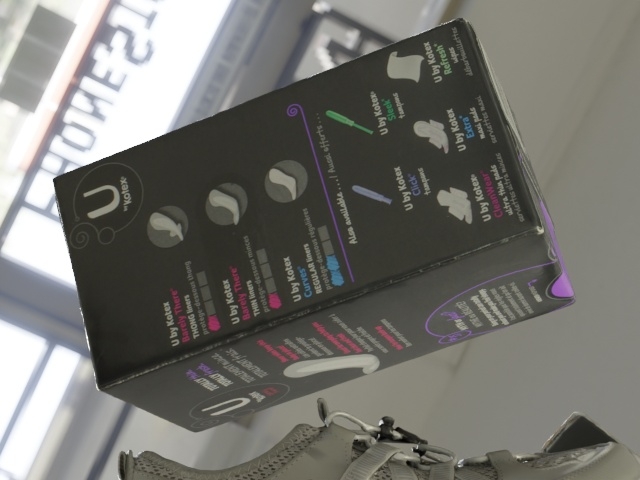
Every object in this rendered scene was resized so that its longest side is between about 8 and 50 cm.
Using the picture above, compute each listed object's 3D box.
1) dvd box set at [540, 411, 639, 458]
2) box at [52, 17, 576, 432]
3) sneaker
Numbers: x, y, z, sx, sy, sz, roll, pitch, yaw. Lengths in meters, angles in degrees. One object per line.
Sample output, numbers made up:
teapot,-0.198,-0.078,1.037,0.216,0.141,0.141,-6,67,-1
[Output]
dvd box set,0.392,0.352,1.361,0.062,0.420,0.307,-45,-140,-4
box,0.000,0.000,0.914,0.165,0.270,0.143,47,25,-67
sneaker,0.032,0.126,0.745,0.105,0.281,0.115,117,-38,-63
